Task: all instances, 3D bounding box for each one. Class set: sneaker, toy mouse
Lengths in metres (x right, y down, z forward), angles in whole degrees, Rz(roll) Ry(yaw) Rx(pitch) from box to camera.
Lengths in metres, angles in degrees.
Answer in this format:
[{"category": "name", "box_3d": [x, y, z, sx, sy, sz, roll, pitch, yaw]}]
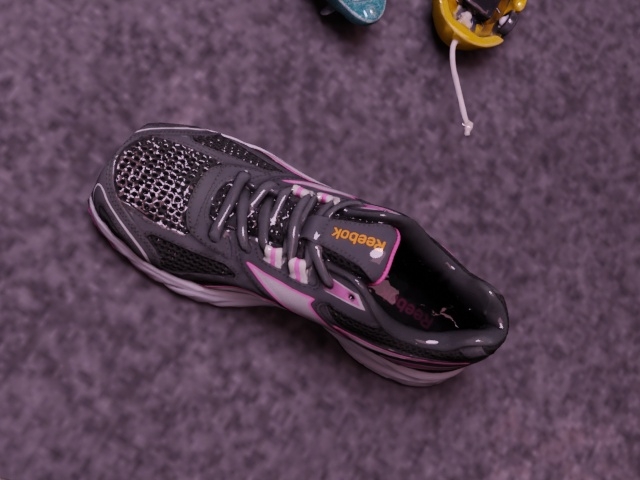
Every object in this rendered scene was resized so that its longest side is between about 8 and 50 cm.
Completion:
[{"category": "sneaker", "box_3d": [0.000, 0.000, 0.431, 0.178, 0.077, 0.072, 22, 74, -14]}, {"category": "toy mouse", "box_3d": [0.031, -0.146, 0.487, 0.143, 0.031, 0.161, 29, 74, -14]}]

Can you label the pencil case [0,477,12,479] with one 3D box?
[{"category": "pencil case", "box_3d": [-0.204, 0.124, 0.300, 0.410, 0.183, 0.160, 19, 48, -16]}]
